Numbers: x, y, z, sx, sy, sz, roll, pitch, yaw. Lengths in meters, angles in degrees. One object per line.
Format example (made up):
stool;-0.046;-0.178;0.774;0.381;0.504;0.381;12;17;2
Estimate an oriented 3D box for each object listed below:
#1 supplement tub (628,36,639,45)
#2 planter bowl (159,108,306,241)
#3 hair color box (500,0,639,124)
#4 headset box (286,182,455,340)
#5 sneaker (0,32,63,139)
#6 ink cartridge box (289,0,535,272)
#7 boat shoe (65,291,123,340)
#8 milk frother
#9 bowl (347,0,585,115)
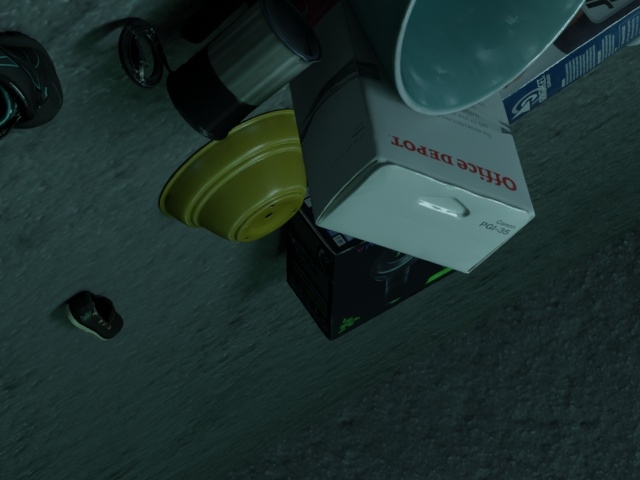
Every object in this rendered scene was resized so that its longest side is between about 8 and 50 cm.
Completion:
supplement tub;0.482;-0.328;2.214;0.107;0.071;0.071;-15;155;-46
planter bowl;-0.084;-0.061;1.854;0.217;0.090;0.217;-31;163;-11
hair color box;0.243;-0.264;1.756;0.347;0.174;0.105;-35;164;1
headset box;0.083;-0.008;2.188;0.246;0.131;0.283;-28;154;-17
sneaker;-0.286;-0.125;1.266;0.101;0.106;0.267;-38;165;8
ink cartridge box;0.083;-0.127;1.537;0.207;0.283;0.117;18;135;-31
boat shoe;-0.292;0.101;1.986;0.042;0.049;0.133;-28;160;9
milk frother;-0.099;-0.182;1.416;0.135;0.129;0.143;-38;170;25
bowl;0.134;-0.290;1.426;0.311;0.163;0.311;-35;151;-23
